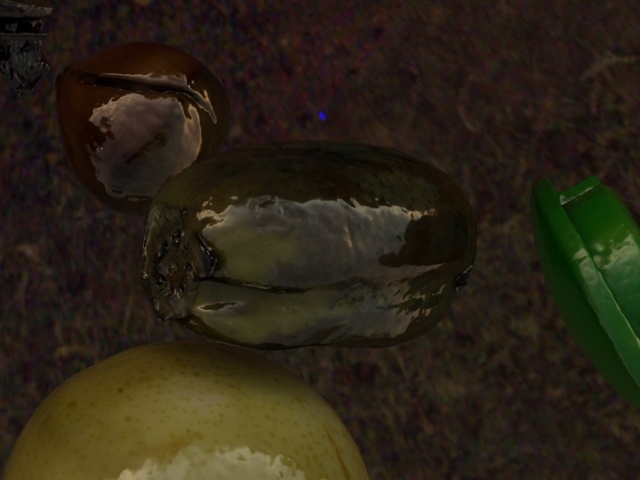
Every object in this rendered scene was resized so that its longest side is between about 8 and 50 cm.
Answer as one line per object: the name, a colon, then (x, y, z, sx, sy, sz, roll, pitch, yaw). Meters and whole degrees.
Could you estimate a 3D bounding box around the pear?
pear: (-0.110, 0.221, 1.090, 0.309, 0.309, 0.309, -7, 121, -11)

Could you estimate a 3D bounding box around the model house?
model house: (-0.435, -0.244, 1.745, 0.203, 0.141, 0.164, 13, 112, -6)

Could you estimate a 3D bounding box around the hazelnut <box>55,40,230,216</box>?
hazelnut: (-0.210, -0.132, 1.564, 0.208, 0.208, 0.208, -7, 121, -11)

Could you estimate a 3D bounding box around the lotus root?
lotus root: (0.000, 0.000, 1.046, 0.275, 0.160, 0.152, 2, 111, -40)

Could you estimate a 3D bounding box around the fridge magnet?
fridge magnet: (0.220, 0.041, 1.043, 0.088, 0.208, 0.208, -30, 123, 11)
